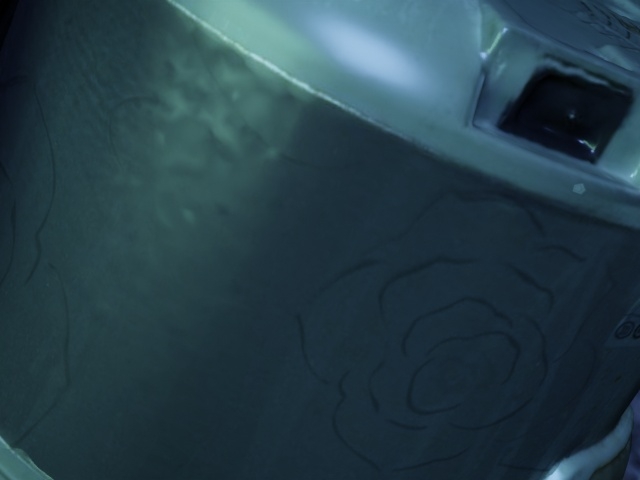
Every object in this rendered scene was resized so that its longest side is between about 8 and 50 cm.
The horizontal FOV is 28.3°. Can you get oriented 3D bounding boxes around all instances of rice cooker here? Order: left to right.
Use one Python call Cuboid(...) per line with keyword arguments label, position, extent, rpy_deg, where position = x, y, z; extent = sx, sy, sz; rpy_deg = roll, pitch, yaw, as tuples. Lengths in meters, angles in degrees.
Cuboid(label="rice cooker", position=(0.000, 0.002, 0.495), extent=(0.288, 0.288, 0.277), rpy_deg=(45, 119, 38))

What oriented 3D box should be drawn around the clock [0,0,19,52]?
Cuboid(label="clock", position=(-0.169, -0.067, 0.539), extent=(0.076, 0.386, 0.386), rpy_deg=(28, 112, -2))
